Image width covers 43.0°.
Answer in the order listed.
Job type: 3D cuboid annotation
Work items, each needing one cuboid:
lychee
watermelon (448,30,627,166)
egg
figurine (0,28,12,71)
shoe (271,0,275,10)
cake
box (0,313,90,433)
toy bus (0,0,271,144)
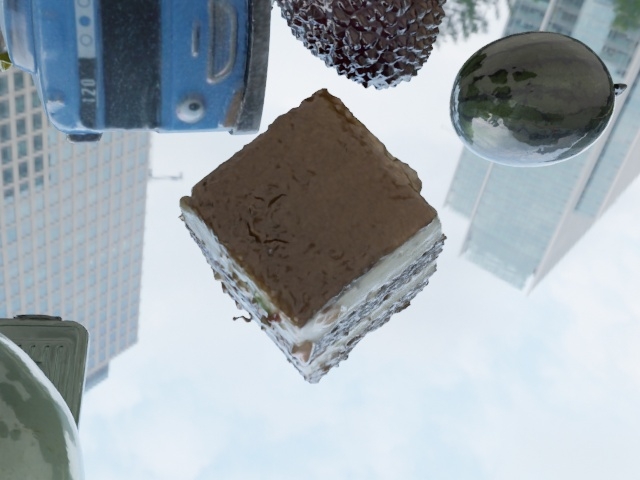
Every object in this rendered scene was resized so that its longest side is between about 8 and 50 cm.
[{"bbox_3d":[0.064,-0.333,1.090,0.272,0.271,0.271,8,-142,-6],"label":"lychee"},{"bbox_3d":[0.447,-0.290,1.683,0.360,0.278,0.278,-5,-140,-12],"label":"watermelon"},{"bbox_3d":[-0.388,0.221,0.875,0.230,0.229,0.371,-15,-139,-32],"label":"egg"},{"bbox_3d":[-0.652,-0.445,1.823,0.421,0.193,0.154,-3,-111,29],"label":"figurine"},{"bbox_3d":[-0.107,-0.570,1.589,0.132,0.336,0.171,29,-141,12],"label":"shoe"},{"bbox_3d":[0.000,0.000,1.068,0.282,0.290,0.255,-39,-104,-15],"label":"cake"},{"bbox_3d":[-0.430,0.245,1.211,0.163,0.135,0.243,1,-129,-10],"label":"box"},{"bbox_3d":[-0.118,-0.145,0.471,0.134,0.116,0.234,-6,-151,-22],"label":"toy bus"}]
